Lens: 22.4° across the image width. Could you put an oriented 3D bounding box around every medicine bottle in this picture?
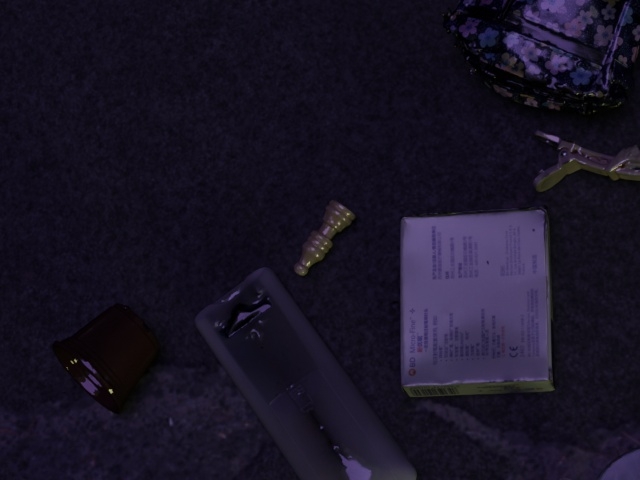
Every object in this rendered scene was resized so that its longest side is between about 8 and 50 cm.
[{"bbox_3d":[0.167,0.065,1.753,0.171,0.052,0.201,-5,71,13],"label":"medicine bottle"}]

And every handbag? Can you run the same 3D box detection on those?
[{"bbox_3d":[0.264,-0.250,1.795,0.229,0.127,0.207,22,85,20],"label":"handbag"}]

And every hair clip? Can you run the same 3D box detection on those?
[{"bbox_3d":[0.334,-0.079,1.752,0.226,0.034,0.072,7,75,26],"label":"hair clip"}]

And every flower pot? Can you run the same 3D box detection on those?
[{"bbox_3d":[-0.234,0.126,1.823,0.111,0.111,0.089,36,68,23],"label":"flower pot"}]

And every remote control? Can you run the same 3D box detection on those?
[{"bbox_3d":[-0.023,0.169,1.767,0.109,0.055,0.313,-37,66,0],"label":"remote control"}]

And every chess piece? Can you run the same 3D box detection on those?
[{"bbox_3d":[0.000,0.000,1.833,0.035,0.035,0.092,34,87,23],"label":"chess piece"}]

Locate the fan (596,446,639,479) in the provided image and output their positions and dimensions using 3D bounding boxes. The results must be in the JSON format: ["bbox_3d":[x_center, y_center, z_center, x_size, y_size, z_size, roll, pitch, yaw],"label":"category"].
[{"bbox_3d":[0.356,0.329,1.633,0.223,0.012,0.294,31,82,22],"label":"fan"}]

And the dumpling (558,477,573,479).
[{"bbox_3d":[0.255,0.286,1.650,0.057,0.076,0.052,-23,27,39],"label":"dumpling"}]
